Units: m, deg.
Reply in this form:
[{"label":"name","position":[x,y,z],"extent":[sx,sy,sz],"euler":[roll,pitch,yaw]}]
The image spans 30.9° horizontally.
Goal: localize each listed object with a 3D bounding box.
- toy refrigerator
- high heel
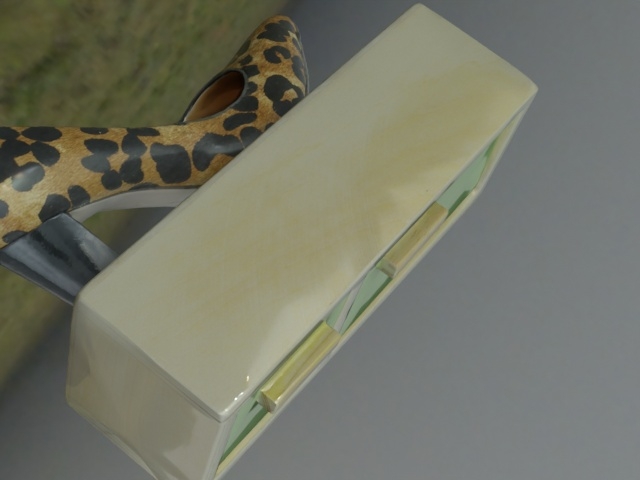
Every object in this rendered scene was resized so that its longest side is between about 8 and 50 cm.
[{"label":"toy refrigerator","position":[0.000,0.000,0.590],"extent":[0.269,0.094,0.102],"euler":[-44,165,-35]},{"label":"high heel","position":[-0.109,-0.081,0.666],"extent":[0.093,0.186,0.261],"euler":[-27,-146,49]}]
